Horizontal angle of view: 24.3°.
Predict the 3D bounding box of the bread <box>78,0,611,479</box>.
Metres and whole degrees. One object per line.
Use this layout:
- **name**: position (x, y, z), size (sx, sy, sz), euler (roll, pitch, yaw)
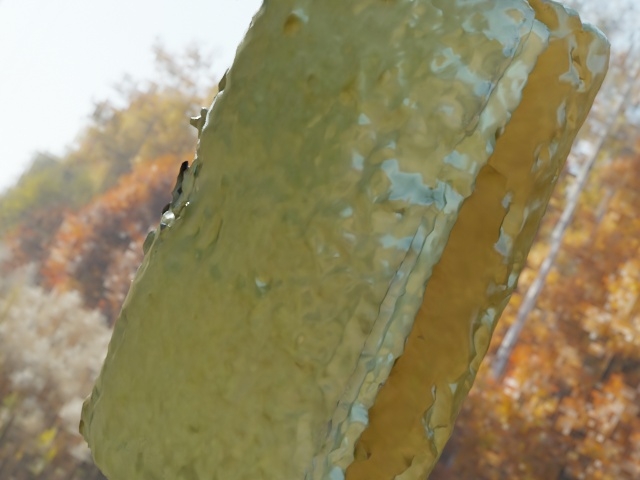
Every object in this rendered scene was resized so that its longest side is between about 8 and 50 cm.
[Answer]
- **bread**: position (0.000, 0.000, 0.910), size (0.165, 0.375, 0.236), euler (15, 13, -47)
